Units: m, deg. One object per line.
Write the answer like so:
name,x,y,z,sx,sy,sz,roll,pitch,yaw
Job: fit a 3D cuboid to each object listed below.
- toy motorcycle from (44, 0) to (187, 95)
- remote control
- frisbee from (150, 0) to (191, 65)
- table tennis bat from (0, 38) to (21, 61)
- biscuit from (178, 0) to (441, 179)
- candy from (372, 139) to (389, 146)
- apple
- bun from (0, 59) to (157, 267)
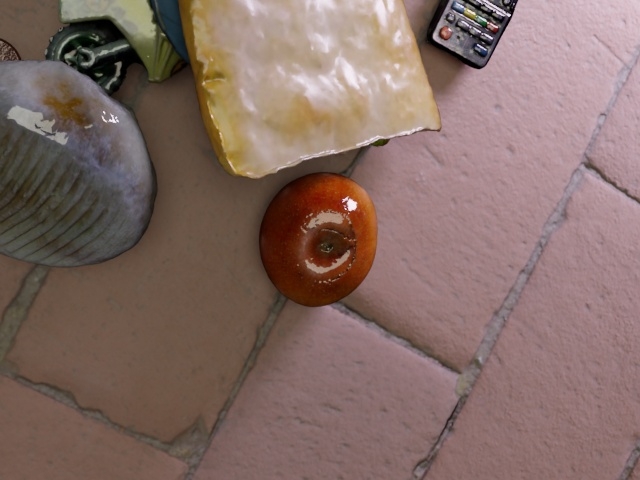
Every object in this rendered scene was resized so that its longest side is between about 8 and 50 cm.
toy motorcycle,-0.313,-0.425,1.135,0.237,0.169,0.409,3,94,-12
remote control,0.324,-0.516,1.297,0.145,0.062,0.398,27,91,-11
frisbee,-0.151,-0.409,1.137,0.290,0.049,0.289,-16,110,-51
table tennis bat,-0.564,-0.267,1.179,0.098,0.019,0.154,29,87,-12
biscuit,-0.029,-0.320,1.133,0.429,0.104,0.446,-26,104,-27
candy,0.036,-0.189,1.285,0.194,0.058,0.062,-11,56,-1
apple,0.000,0.000,1.226,0.211,0.173,0.234,-7,97,-9
bun,-0.422,-0.122,1.085,0.362,0.362,0.211,16,49,-11
